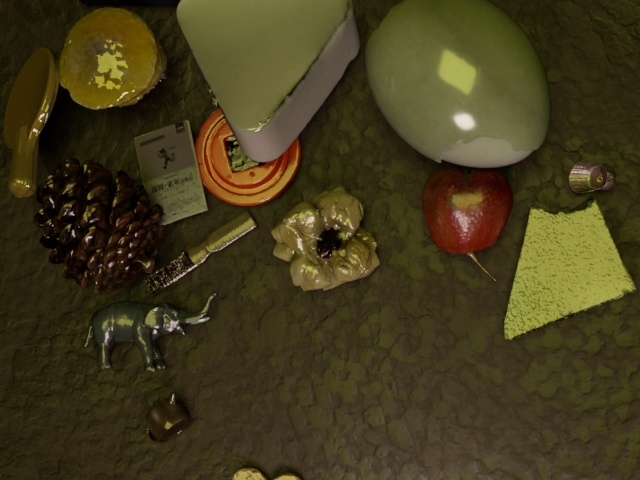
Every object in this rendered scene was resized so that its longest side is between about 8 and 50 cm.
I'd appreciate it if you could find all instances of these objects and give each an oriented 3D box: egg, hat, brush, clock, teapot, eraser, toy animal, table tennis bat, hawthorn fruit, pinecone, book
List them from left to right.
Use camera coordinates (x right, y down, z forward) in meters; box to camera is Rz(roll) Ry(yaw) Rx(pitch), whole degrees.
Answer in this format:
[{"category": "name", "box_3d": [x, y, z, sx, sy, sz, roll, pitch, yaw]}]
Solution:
[{"category": "table tennis bat", "box_3d": [-0.551, -0.222, 1.970, 0.198, 0.050, 0.321, -32, 51, 39]}, {"category": "pinecone", "box_3d": [-0.408, -0.030, 1.923, 0.272, 0.224, 0.224, 43, 91, 14]}, {"category": "toy animal", "box_3d": [-0.316, 0.175, 1.953, 0.269, 0.082, 0.137, -7, 84, 8]}, {"category": "teapot", "box_3d": [-0.292, 0.330, 1.943, 0.068, 0.076, 0.121, 50, 123, 20]}, {"category": "book", "box_3d": [-0.285, -0.127, 1.996, 0.127, 0.014, 0.182, -16, 82, 24]}, {"category": "brush", "box_3d": [-0.230, 0.024, 1.980, 0.248, 0.036, 0.043, -33, 85, 4]}, {"category": "clock", "box_3d": [-0.138, -0.166, 1.977, 0.205, 0.051, 0.205, -1, 84, 9]}, {"category": "eraser", "box_3d": [-0.071, -0.345, 1.918, 0.331, 0.150, 0.331, -4, 69, 10]}, {"category": "egg", "box_3d": [0.246, -0.267, 1.817, 0.278, 0.278, 0.336, -39, 78, 3]}, {"category": "hawthorn fruit", "box_3d": [0.260, -0.030, 1.869, 0.162, 0.162, 0.204, 4, 103, 9]}, {"category": "hat", "box_3d": [0.493, -0.112, 1.889, 0.087, 0.042, 0.058, -6, 79, 42]}]

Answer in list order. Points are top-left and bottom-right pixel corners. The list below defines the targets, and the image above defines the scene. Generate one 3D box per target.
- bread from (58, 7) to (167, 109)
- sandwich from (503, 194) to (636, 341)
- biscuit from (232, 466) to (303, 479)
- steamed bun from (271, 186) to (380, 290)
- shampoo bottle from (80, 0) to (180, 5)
[{"category": "bread", "box_3d": [-0.387, -0.334, 1.970, 0.197, 0.170, 0.197, 0, 87, 8]}, {"category": "sandwich", "box_3d": [0.408, 0.040, 1.875, 0.244, 0.063, 0.212, -22, 78, 5]}, {"category": "biscuit", "box_3d": [-0.117, 0.534, 1.914, 0.153, 0.030, 0.235, 8, 86, 10]}, {"category": "steamed bun", "box_3d": [0.000, 0.000, 1.912, 0.192, 0.106, 0.178, -18, 80, 8]}, {"category": "shampoo bottle", "box_3d": [-0.317, -0.508, 2.030, 0.309, 0.071, 0.098, 3, 82, 7]}]
